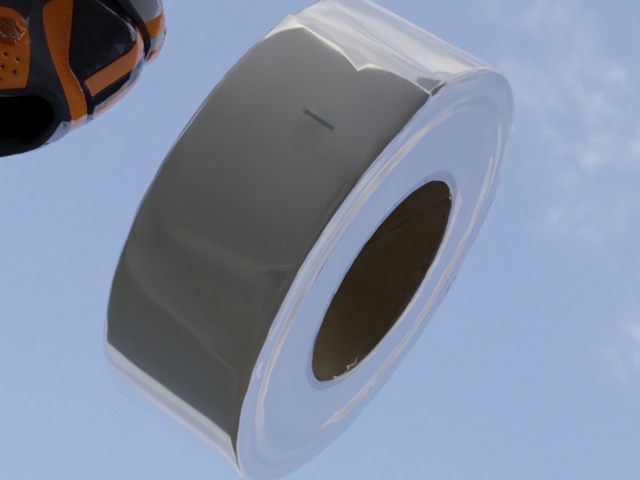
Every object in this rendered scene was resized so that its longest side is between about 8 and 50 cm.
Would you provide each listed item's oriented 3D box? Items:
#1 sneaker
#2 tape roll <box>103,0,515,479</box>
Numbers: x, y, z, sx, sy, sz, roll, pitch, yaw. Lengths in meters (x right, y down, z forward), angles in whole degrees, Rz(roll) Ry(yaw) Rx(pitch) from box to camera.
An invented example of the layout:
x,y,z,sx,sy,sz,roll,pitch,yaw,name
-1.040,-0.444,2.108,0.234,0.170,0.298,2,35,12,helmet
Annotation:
x,y,z,sx,sy,sz,roll,pitch,yaw,name
-0.265,-0.175,0.920,0.321,0.180,0.124,34,-39,5,sneaker
0.000,0.000,0.882,0.100,0.286,0.286,33,-61,20,tape roll
